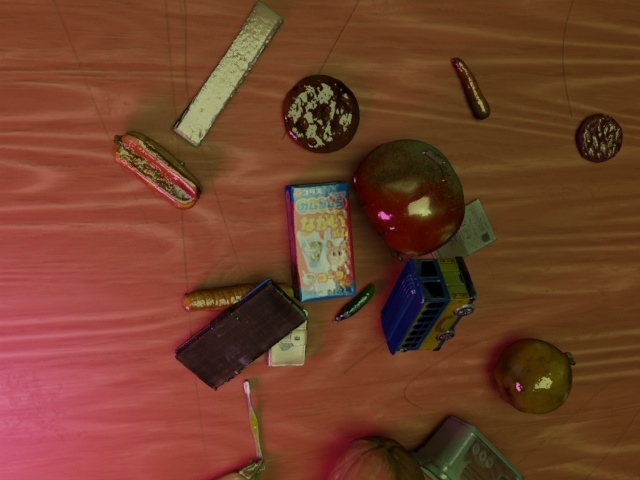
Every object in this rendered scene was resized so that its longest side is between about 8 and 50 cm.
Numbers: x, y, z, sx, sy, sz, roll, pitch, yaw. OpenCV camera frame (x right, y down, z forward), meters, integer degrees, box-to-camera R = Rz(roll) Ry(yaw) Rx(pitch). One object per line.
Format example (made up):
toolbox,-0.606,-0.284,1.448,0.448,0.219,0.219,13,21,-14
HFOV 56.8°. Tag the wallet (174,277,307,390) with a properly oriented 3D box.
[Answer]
wallet,-0.201,0.241,1.510,0.317,0.044,0.169,-38,118,7

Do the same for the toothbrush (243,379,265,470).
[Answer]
toothbrush,-0.178,0.500,1.593,0.022,0.026,0.263,-9,97,-5

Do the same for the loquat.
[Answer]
loquat,0.627,0.380,1.701,0.246,0.213,0.213,-23,100,-12

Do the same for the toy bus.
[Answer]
toy bus,0.273,0.174,1.544,0.175,0.287,0.138,-1,53,-15

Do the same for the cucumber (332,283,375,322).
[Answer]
cucumber,0.097,0.179,1.630,0.155,0.037,0.037,-42,103,-7

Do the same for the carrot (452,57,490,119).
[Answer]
carrot,0.420,-0.426,1.651,0.047,0.047,0.191,-30,101,-10

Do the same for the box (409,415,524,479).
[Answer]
box,0.430,0.659,1.699,0.312,0.175,0.182,45,74,-14

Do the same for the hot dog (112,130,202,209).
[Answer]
hot dog,-0.399,-0.178,1.455,0.250,0.076,0.104,38,105,-11

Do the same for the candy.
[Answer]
candy,0.000,0.000,1.556,0.157,0.100,0.306,-5,95,-13

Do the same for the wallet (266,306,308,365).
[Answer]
wallet,-0.088,0.256,1.588,0.110,0.039,0.155,2,94,-11

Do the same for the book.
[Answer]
book,0.400,-0.016,1.698,0.199,0.016,0.138,-28,101,-10

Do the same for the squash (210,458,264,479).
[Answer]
squash,-0.261,0.682,1.541,0.287,0.137,0.137,-23,100,-14

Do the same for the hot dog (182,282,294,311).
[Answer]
hot dog,-0.210,0.146,1.530,0.289,0.083,0.068,-2,77,-14

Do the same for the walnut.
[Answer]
walnut,0.142,0.683,1.572,0.252,0.277,0.313,16,99,22

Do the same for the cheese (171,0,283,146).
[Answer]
cheese,-0.231,-0.419,1.493,0.085,0.034,0.400,34,87,-19

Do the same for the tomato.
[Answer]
tomato,0.235,-0.108,1.497,0.239,0.303,0.303,-29,102,13

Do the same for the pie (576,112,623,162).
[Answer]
pie,0.837,-0.307,1.773,0.154,0.036,0.154,-1,96,-15

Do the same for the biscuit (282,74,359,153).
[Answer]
biscuit,0.005,-0.330,1.558,0.212,0.036,0.212,-2,96,-15
